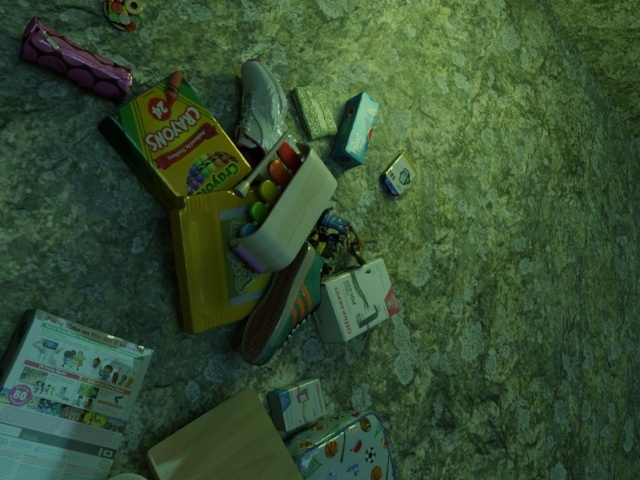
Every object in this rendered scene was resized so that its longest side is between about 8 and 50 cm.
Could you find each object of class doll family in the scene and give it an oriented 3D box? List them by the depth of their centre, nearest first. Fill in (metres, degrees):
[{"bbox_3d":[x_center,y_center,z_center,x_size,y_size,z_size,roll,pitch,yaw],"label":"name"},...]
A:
[{"bbox_3d":[0.000,0.000,1.390,0.076,0.111,0.193,90,22,-51],"label":"doll family"}]

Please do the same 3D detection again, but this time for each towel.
[{"bbox_3d":[-0.014,-0.346,1.487,0.110,0.027,0.148,-21,94,-39],"label":"towel"}]

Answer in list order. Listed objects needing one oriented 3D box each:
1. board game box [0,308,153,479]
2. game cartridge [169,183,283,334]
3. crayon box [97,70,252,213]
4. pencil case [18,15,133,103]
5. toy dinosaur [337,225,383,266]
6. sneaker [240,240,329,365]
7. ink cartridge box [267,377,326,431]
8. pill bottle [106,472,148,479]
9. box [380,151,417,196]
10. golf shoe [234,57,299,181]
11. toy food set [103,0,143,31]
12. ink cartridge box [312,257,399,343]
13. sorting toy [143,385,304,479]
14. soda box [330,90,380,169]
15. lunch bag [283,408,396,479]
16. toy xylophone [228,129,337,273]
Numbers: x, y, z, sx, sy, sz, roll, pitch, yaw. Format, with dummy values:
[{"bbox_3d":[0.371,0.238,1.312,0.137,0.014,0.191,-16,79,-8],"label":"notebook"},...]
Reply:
[{"bbox_3d":[-0.457,0.298,0.955,0.224,0.098,0.303,31,65,-31],"label":"board game box"},{"bbox_3d":[-0.169,0.027,1.212,0.324,0.053,0.285,-15,104,-47],"label":"game cartridge"},{"bbox_3d":[-0.290,-0.178,1.197,0.318,0.081,0.202,53,53,-18],"label":"crayon box"},{"bbox_3d":[-0.468,-0.347,1.078,0.209,0.098,0.095,21,68,-35],"label":"pencil case"},{"bbox_3d":[0.099,0.010,1.482,0.112,0.064,0.211,50,25,-10],"label":"toy dinosaur"},{"bbox_3d":[-0.063,0.152,1.222,0.121,0.108,0.302,44,61,-34],"label":"sneaker"},{"bbox_3d":[-0.053,0.380,1.289,0.123,0.052,0.088,-10,87,-41],"label":"ink cartridge box"},{"bbox_3d":[-0.317,0.502,0.954,0.119,0.119,0.208,-47,148,-35],"label":"pill bottle"},{"bbox_3d":[0.232,-0.194,1.654,0.081,0.028,0.136,53,56,-17],"label":"box"},{"bbox_3d":[-0.147,-0.284,1.317,0.140,0.115,0.306,-18,91,-36],"label":"golf shoe"},{"bbox_3d":[-0.424,-0.492,1.193,0.083,0.020,0.082,1,80,-39],"label":"toy food set"},{"bbox_3d":[0.085,0.152,1.422,0.218,0.092,0.158,-21,94,-38],"label":"ink cartridge box"},{"bbox_3d":[-0.192,0.471,1.103,0.257,0.089,0.255,-24,82,-43],"label":"sorting toy"},{"bbox_3d":[0.098,-0.307,1.544,0.071,0.067,0.210,32,63,-30],"label":"soda box"},{"bbox_3d":[0.037,0.548,1.290,0.303,0.115,0.243,-14,92,-40],"label":"lunch bag"},{"bbox_3d":[-0.082,-0.096,1.203,0.322,0.081,0.236,-53,127,-30],"label":"toy xylophone"}]
